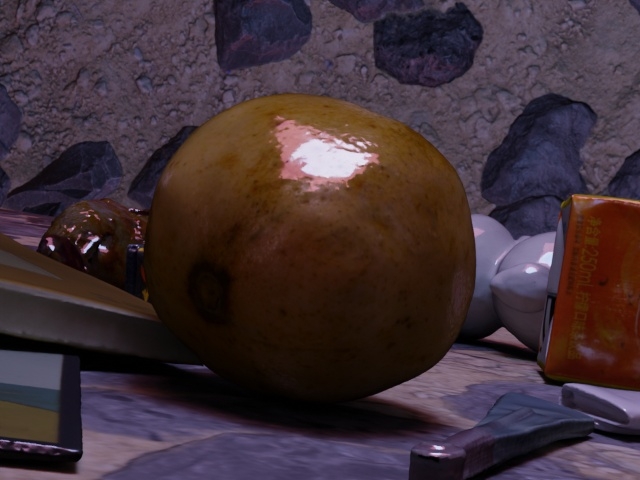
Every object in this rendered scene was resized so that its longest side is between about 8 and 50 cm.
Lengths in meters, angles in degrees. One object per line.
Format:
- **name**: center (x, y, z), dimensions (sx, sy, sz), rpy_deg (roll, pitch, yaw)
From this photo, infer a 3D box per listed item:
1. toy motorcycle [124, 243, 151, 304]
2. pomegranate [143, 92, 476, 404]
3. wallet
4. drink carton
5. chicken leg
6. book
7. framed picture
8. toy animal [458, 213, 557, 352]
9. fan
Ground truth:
- **toy motorcycle**: center (-0.031, 0.035, 1.063), dimensions (0.157, 0.091, 0.263), rpy_deg (4, 1, 26)
- **pomegranate**: center (0.000, 0.000, 0.705), dimensions (0.196, 0.196, 0.196), rpy_deg (8, 1, 0)
- **wallet**: center (0.211, 0.108, 0.793), dimensions (0.122, 0.025, 0.061), rpy_deg (8, -1, -33)
- **drink carton**: center (0.360, 0.059, 1.014), dimensions (0.351, 0.155, 0.111), rpy_deg (9, 1, 6)
- **chicken leg**: center (-0.167, 0.020, 1.202), dimensions (0.322, 0.083, 0.177), rpy_deg (10, 11, -42)
- **book**: center (-0.273, 0.003, 0.824), dimensions (0.269, 0.032, 0.389), rpy_deg (15, 2, -34)
- **framed picture**: center (-0.233, 0.053, 0.589), dimensions (0.244, 0.013, 0.324), rpy_deg (9, 2, -11)
- **toy animal**: center (0.167, 0.042, 1.227), dimensions (0.193, 0.128, 0.178), rpy_deg (12, 4, 18)
- **fan**: center (0.094, 0.096, 0.622), dimensions (0.057, 0.023, 0.282), rpy_deg (18, 4, 18)
